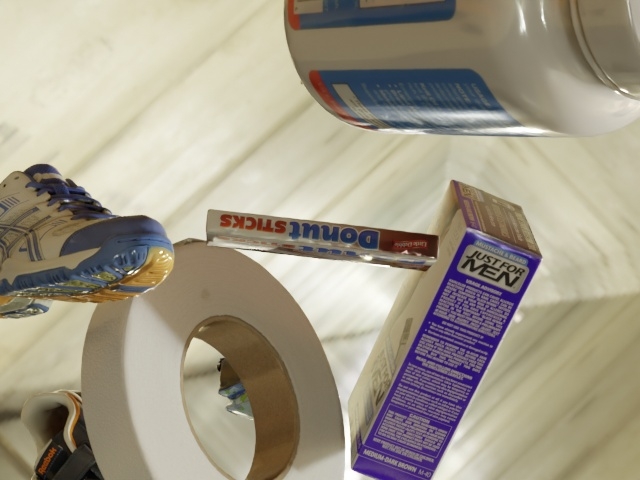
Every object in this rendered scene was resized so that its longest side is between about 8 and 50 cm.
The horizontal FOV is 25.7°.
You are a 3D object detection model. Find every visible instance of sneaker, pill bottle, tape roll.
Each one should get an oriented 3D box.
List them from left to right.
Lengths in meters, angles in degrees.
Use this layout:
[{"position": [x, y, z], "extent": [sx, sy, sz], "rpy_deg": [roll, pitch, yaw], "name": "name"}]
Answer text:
[{"position": [-0.237, -0.010, 1.215], "extent": [0.296, 0.131, 0.112], "rpy_deg": [-9, -15, 44], "name": "sneaker"}, {"position": [-0.282, 0.312, 1.764], "extent": [0.127, 0.126, 0.321], "rpy_deg": [17, 23, -45], "name": "sneaker"}, {"position": [-0.114, 0.192, 1.629], "extent": [0.392, 0.072, 0.392], "rpy_deg": [32, 46, -41], "name": "tape roll"}, {"position": [0.090, -0.108, 0.644], "extent": [0.124, 0.124, 0.221], "rpy_deg": [48, -21, -29], "name": "pill bottle"}]

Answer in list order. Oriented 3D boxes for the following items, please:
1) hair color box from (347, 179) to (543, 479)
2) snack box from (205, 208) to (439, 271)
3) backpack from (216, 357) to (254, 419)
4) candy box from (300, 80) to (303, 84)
[{"position": [0.143, 0.116, 1.710], "extent": [0.110, 0.338, 0.185], "rpy_deg": [23, 18, -8], "name": "hair color box"}, {"position": [0.000, 0.000, 1.095], "extent": [0.178, 0.022, 0.064], "rpy_deg": [7, -11, -3], "name": "snack box"}, {"position": [-0.069, 0.195, 1.863], "extent": [0.114, 0.084, 0.105], "rpy_deg": [14, -23, -27], "name": "backpack"}, {"position": [0.027, -0.289, 1.871], "extent": [0.109, 0.186, 0.053], "rpy_deg": [11, -21, -37], "name": "candy box"}]
